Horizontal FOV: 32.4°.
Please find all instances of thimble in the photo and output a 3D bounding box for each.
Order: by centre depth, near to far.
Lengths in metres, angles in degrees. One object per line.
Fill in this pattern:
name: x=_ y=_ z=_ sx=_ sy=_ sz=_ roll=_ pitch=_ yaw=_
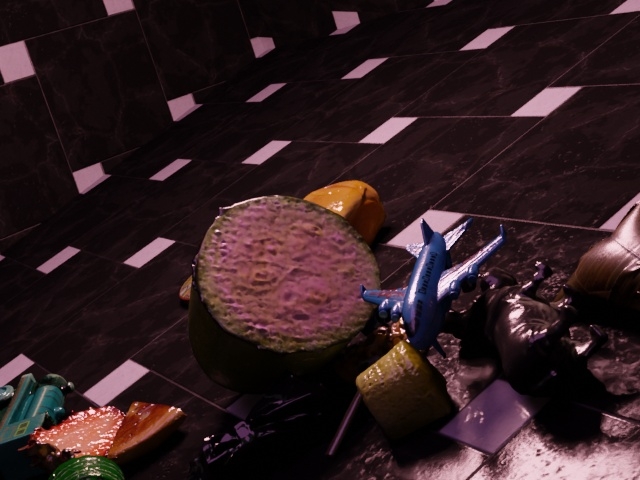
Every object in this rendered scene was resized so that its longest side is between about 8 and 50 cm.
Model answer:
thimble: x=-0.378 y=0.412 z=1.763 sx=0.130 sy=0.118 sz=0.090 roll=-55 pitch=24 yaw=7

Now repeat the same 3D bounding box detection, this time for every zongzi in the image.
zongzi: x=0.426 y=0.081 z=1.526 sx=0.242 sy=0.112 sz=0.221 roll=-44 pitch=27 yaw=22

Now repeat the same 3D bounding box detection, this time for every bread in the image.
bread: x=0.119 y=0.213 z=1.594 sx=0.114 sy=0.111 sz=0.129 roll=-36 pitch=16 yaw=5
bread: x=-0.292 y=0.327 z=1.932 sx=0.136 sy=0.054 sz=0.154 roll=-23 pitch=27 yaw=20
bread: x=0.000 y=0.000 z=2.208 sx=0.167 sy=0.132 sz=0.294 roll=-3 pitch=31 yaw=38

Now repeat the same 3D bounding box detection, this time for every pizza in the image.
pizza: x=0.121 y=0.166 z=1.771 sx=0.195 sy=0.052 sz=0.185 roll=-41 pitch=26 yaw=-28

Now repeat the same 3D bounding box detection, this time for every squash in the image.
squash: x=-0.077 y=0.135 z=1.845 sx=0.310 sy=0.310 sz=0.309 roll=-44 pitch=-18 yaw=-34

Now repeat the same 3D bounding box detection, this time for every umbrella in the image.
umbrella: x=-0.126 y=0.324 z=1.679 sx=0.340 sy=0.118 sz=0.118 roll=-38 pitch=21 yaw=-6

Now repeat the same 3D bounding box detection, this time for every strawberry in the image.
strawberry: x=-0.419 y=0.375 z=1.976 sx=0.167 sy=0.087 sz=0.208 roll=14 pitch=18 yaw=35

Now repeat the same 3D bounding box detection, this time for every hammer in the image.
hammer: x=0.050 y=0.248 z=1.663 sx=0.062 sy=0.017 sz=0.182 roll=-4 pitch=46 yaw=46

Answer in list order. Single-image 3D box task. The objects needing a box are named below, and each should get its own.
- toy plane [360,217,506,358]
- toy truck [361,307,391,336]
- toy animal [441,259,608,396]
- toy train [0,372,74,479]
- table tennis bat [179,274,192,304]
toy plane: x=0.163 y=0.070 z=1.627 sx=0.254 sy=0.105 sz=0.271 roll=-24 pitch=34 yaw=28
toy truck: x=0.073 y=0.143 z=1.883 sx=0.063 sy=0.074 sz=0.136 roll=-70 pitch=3 yaw=-63
toy animal: x=0.287 y=0.114 z=1.581 sx=0.168 sy=0.106 sz=0.343 roll=-53 pitch=18 yaw=1
toy train: x=-0.580 y=0.363 z=2.154 sx=0.194 sy=0.120 sz=0.298 roll=-19 pitch=21 yaw=6
table tennis bat: x=-0.181 y=0.061 z=2.444 sx=0.310 sy=0.038 sz=0.200 roll=-25 pitch=21 yaw=21
